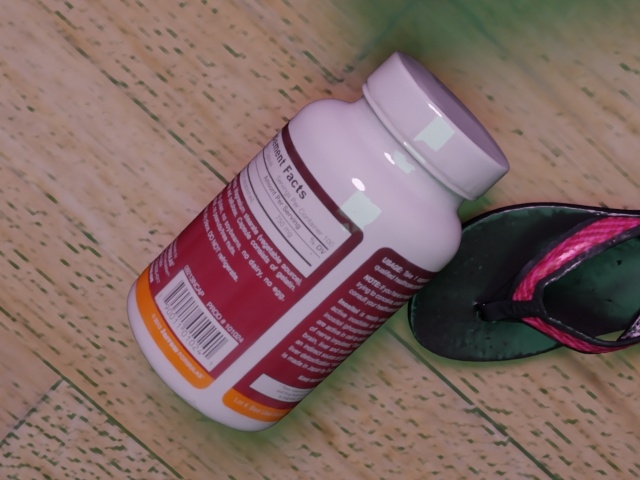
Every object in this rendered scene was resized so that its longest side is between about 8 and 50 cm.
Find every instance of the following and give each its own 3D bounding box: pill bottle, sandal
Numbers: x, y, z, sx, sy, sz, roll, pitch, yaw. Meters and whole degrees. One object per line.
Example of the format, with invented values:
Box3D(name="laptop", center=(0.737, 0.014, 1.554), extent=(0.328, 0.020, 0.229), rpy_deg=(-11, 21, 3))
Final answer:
Box3D(name="pill bottle", center=(0.000, 0.000, 0.486), extent=(0.086, 0.086, 0.152), rpy_deg=(44, 107, -8))
Box3D(name="sandal", center=(0.123, 0.016, 0.500), extent=(0.179, 0.040, 0.067), rpy_deg=(-8, 106, 9))
